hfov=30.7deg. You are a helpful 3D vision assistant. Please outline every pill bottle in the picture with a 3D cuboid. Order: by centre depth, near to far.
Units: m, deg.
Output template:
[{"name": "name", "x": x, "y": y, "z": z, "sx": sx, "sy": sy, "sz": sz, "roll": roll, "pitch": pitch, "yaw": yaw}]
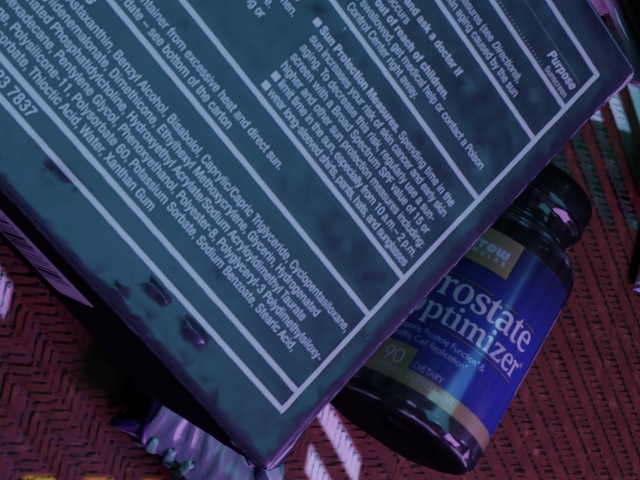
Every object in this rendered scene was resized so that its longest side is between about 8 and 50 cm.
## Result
[{"name": "pill bottle", "x": 0.105, "y": 0.046, "z": 0.839, "sx": 0.123, "sy": 0.123, "sz": 0.219, "roll": 46, "pitch": 67, "yaw": -34}]

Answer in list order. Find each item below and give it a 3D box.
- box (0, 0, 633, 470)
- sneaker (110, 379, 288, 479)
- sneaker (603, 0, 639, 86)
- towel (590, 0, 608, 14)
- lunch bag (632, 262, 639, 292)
[{"name": "box", "x": -0.049, "y": -0.100, "z": 0.605, "sx": 0.294, "sy": 0.183, "sz": 0.296, "roll": -45, "pitch": 112, "yaw": -16}, {"name": "sneaker", "x": -0.081, "y": 0.134, "z": 0.735, "sx": 0.098, "sy": 0.083, "sz": 0.223, "roll": -15, "pitch": 95, "yaw": -26}, {"name": "sneaker", "x": 0.228, "y": -0.256, "z": 0.850, "sx": 0.131, "sy": 0.112, "sz": 0.319, "roll": -50, "pitch": 122, "yaw": -25}, {"name": "towel", "x": 0.254, "y": -0.291, "z": 0.967, "sx": 0.282, "sy": 0.049, "sz": 0.187, "roll": -27, "pitch": 111, "yaw": -34}, {"name": "lunch bag", "x": 0.331, "y": 0.024, "z": 1.070, "sx": 0.083, "sy": 0.053, "sz": 0.071, "roll": 21, "pitch": 83, "yaw": -49}]
